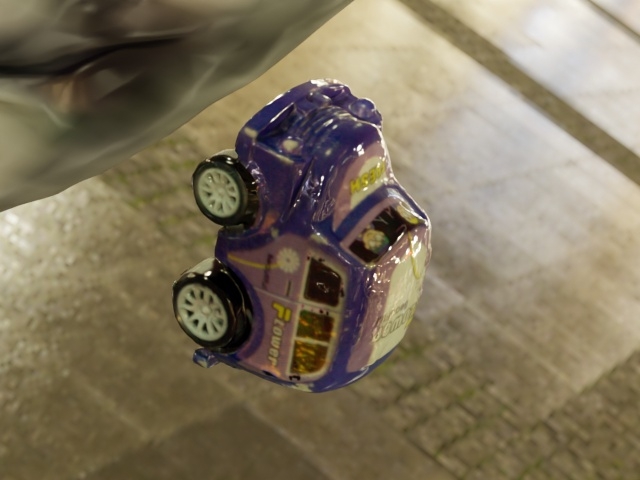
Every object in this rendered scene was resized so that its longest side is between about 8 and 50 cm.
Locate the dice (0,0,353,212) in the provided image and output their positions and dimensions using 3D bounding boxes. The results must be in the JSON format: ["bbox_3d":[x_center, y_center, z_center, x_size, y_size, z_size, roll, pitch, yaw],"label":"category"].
[{"bbox_3d":[-0.090,-0.119,0.324,0.181,0.183,0.182,19,44,-57],"label":"dice"}]

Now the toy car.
[{"bbox_3d":[0.000,0.000,1.343,0.158,0.235,0.172,24,33,25],"label":"toy car"}]
